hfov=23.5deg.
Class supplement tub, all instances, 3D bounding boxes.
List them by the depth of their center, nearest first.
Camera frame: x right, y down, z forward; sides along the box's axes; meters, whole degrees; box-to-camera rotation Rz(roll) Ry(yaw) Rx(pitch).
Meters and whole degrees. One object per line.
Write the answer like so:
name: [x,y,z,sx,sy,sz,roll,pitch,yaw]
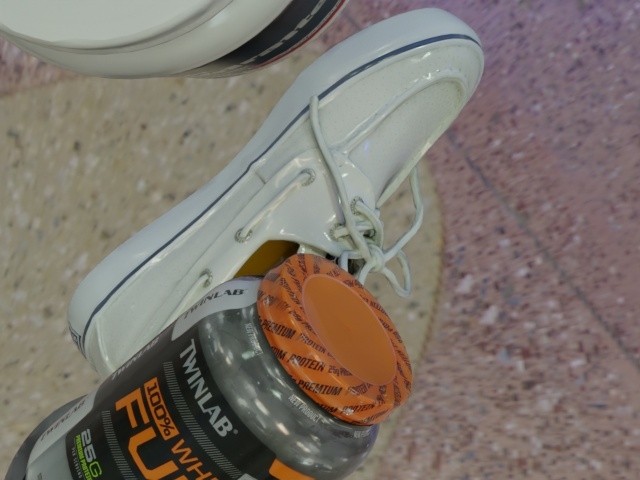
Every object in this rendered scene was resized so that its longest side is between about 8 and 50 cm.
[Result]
supplement tub: [-0.077,-0.172,0.730,0.191,0.272,0.191,1,96,8]
supplement tub: [-0.051,0.097,0.787,0.190,0.117,0.117,-41,94,25]

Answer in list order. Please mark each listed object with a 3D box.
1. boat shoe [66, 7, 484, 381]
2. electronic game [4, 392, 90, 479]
boat shoe: [-0.004,-0.003,1.080,0.367,0.136,0.156,-39,53,-3]
electronic game: [-0.138,0.224,1.152,0.229,0.048,0.229,0,90,16]
